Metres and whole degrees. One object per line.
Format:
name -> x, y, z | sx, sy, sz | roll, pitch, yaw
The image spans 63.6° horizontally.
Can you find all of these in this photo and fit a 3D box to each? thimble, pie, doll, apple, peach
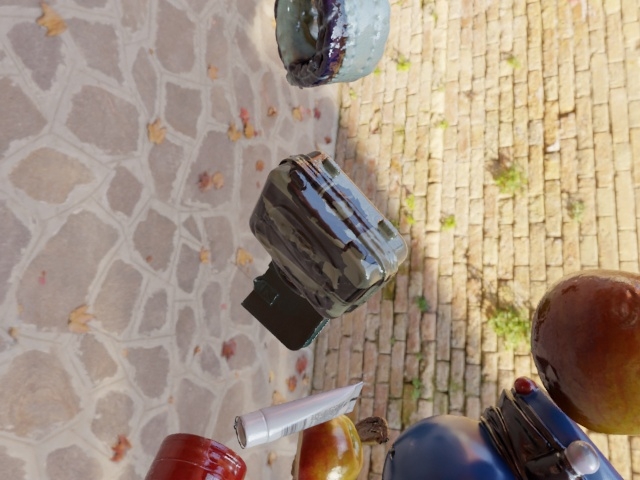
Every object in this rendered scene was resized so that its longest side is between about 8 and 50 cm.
thimble -> 0.015, -0.395, 0.954 | 0.150, 0.237, 0.238 | -13, 100, -25
pie -> 0.126, 0.502, 1.355 | 0.033, 0.191, 0.088 | 46, 47, -17
doll -> 0.231, 0.347, 0.734 | 0.240, 0.309, 0.284 | 52, 5, 8
apple -> 0.320, 0.117, 0.570 | 0.195, 0.160, 0.174 | 110, -26, -79
peach -> -0.001, 0.494, 1.192 | 0.190, 0.192, 0.190 | 61, 9, -18

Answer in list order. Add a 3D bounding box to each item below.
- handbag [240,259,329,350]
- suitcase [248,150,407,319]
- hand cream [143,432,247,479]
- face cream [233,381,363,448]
handbag -> -0.045, 0.119, 1.420 | 0.327, 0.238, 0.089 | -53, 160, 7
suitcase -> 0.000, 0.000, 1.193 | 0.193, 0.339, 0.352 | -33, 76, -36
hand cream -> -0.251, 0.484, 1.021 | 0.125, 0.192, 0.193 | -72, 145, -45
face cream -> -0.034, 0.318, 0.948 | 0.243, 0.058, 0.092 | -7, 132, -27
